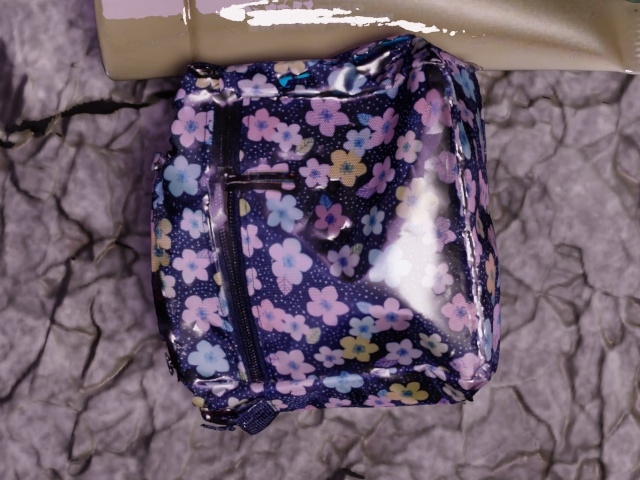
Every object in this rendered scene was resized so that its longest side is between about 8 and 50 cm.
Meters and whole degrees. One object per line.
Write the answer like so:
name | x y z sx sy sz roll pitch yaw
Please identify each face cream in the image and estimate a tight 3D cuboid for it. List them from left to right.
face cream | 0.034 -0.155 0.801 0.341 0.084 0.137 -6 81 -4

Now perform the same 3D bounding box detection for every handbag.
handbag | 0.000 0.000 0.768 0.207 0.127 0.229 -5 96 15

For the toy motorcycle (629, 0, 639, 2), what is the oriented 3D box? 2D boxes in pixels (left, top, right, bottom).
toy motorcycle | 0.136 -0.219 0.710 0.326 0.200 0.191 -15 85 -25
